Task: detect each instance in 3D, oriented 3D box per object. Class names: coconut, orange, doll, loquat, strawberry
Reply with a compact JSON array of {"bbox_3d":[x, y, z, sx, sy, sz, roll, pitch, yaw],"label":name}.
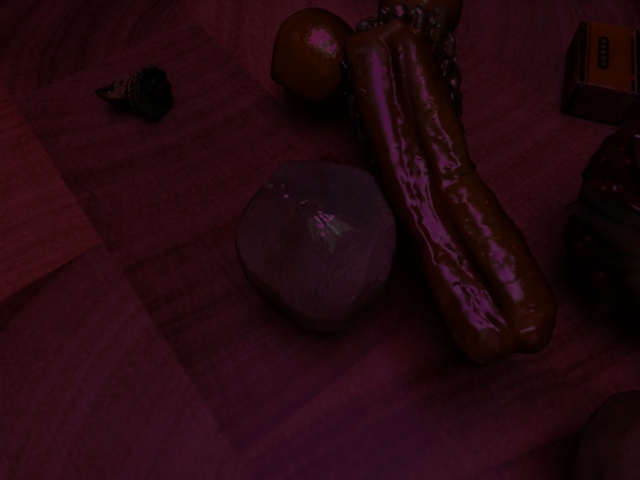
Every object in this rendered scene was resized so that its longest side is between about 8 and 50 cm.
[{"bbox_3d":[-0.003,0.002,0.529,0.194,0.194,0.194,0,60,1],"label":"coconut"},{"bbox_3d":[-0.004,-0.258,0.710,0.134,0.156,0.156,-34,63,6],"label":"orange"},{"bbox_3d":[-0.285,-0.219,0.750,0.113,0.076,0.078,-5,28,31],"label":"doll"},{"bbox_3d":[0.158,-0.370,0.775,0.141,0.141,0.141,0,60,1],"label":"loquat"},{"bbox_3d":[0.435,-0.050,0.542,0.292,0.292,0.343,34,42,19],"label":"strawberry"}]

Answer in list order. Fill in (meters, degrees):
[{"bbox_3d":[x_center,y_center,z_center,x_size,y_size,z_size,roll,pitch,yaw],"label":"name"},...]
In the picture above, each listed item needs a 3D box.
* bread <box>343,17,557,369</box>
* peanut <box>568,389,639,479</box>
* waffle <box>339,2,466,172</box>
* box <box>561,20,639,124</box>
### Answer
[{"bbox_3d":[0.133,-0.053,0.535,0.109,0.185,0.380,-23,74,12],"label":"bread"},{"bbox_3d":[0.253,0.302,0.368,0.192,0.169,0.387,19,58,16],"label":"peanut"},{"bbox_3d":[0.121,-0.211,0.668,0.208,0.214,0.054,-23,17,-21],"label":"waffle"},{"bbox_3d":[0.502,-0.242,0.736,0.237,0.070,0.152,17,62,8],"label":"box"}]
